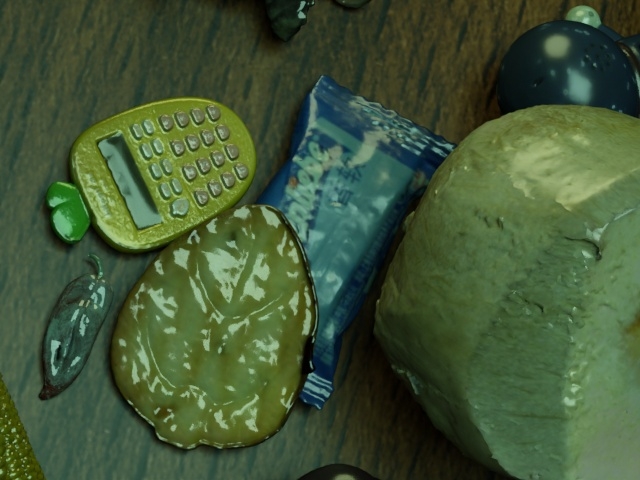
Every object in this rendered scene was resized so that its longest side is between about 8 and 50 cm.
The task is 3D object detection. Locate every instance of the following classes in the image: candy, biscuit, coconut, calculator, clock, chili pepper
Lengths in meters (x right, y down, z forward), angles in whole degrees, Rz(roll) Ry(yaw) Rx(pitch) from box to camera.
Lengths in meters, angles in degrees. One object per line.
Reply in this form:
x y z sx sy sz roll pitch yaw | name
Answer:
0.000 0.000 1.787 0.187 0.077 0.331 29 72 0 | candy
-0.097 0.086 1.721 0.203 0.041 0.260 22 91 4 | biscuit
0.243 0.052 1.704 0.404 0.404 0.405 4 77 -15 | coconut
-0.174 -0.066 1.772 0.234 0.032 0.146 -24 85 -21 | calculator
0.302 -0.166 1.866 0.243 0.146 0.200 -8 72 -29 | clock
-0.244 0.086 1.713 0.050 0.041 0.153 12 69 31 | chili pepper

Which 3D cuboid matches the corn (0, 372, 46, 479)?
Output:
-0.335 0.167 1.638 0.106 0.106 0.293 -28 88 -20 | corn

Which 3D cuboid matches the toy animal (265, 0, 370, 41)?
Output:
-0.103 -0.323 1.816 0.343 0.106 0.168 38 63 -11 | toy animal

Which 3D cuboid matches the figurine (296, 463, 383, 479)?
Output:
0.075 0.354 1.598 0.218 0.365 0.206 33 85 -43 | figurine
